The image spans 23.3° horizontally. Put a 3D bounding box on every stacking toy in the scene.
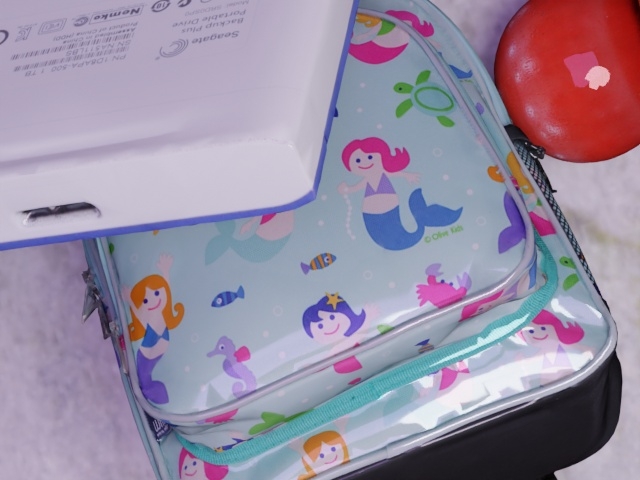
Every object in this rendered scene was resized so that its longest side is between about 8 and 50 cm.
[{"bbox_3d":[0.231,-0.125,0.712,0.330,0.141,0.141,-19,86,27],"label":"stacking toy"}]

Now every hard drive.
[{"bbox_3d":[-0.080,-0.125,0.708,0.210,0.319,0.040,-7,133,19],"label":"hard drive"}]

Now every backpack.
[{"bbox_3d":[0.000,0.000,0.725,0.225,0.191,0.254,-23,55,4],"label":"backpack"}]
